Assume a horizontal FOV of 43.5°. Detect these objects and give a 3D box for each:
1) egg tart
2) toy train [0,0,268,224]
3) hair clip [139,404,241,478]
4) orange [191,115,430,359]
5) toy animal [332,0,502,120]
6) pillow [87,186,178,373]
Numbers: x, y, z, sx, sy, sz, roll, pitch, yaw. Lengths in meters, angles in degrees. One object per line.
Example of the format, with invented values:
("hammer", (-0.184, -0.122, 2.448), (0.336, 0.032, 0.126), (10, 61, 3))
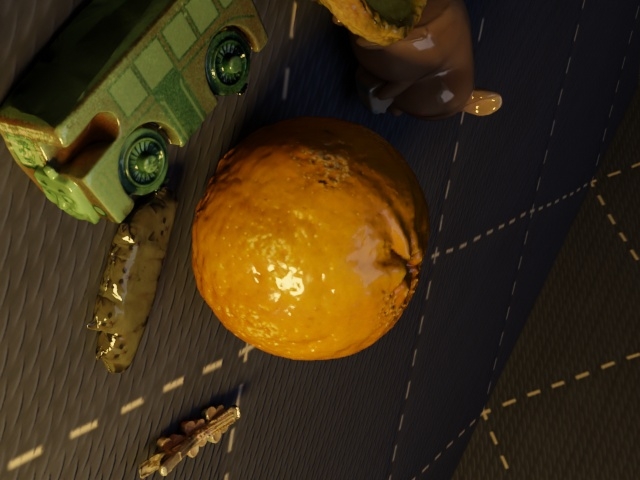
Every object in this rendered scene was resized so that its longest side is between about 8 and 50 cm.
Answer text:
("egg tart", (0.047, -0.402, 1.081), (0.294, 0.123, 0.294), (-9, 101, -53))
("toy train", (-0.186, -0.172, 0.839), (0.326, 0.129, 0.159), (-56, 142, -24))
("hair clip", (-0.195, 0.297, 1.190), (0.214, 0.056, 0.062), (-28, 114, -62))
("orange", (0.000, 0.000, 1.087), (0.340, 0.293, 0.341), (-41, 141, -45))
("toy animal", (0.154, -0.289, 1.289), (0.213, 0.195, 0.256), (-35, 145, -10))
("pillow", (-0.232, 0.048, 0.966), (0.093, 0.051, 0.241), (9, 100, -66))
